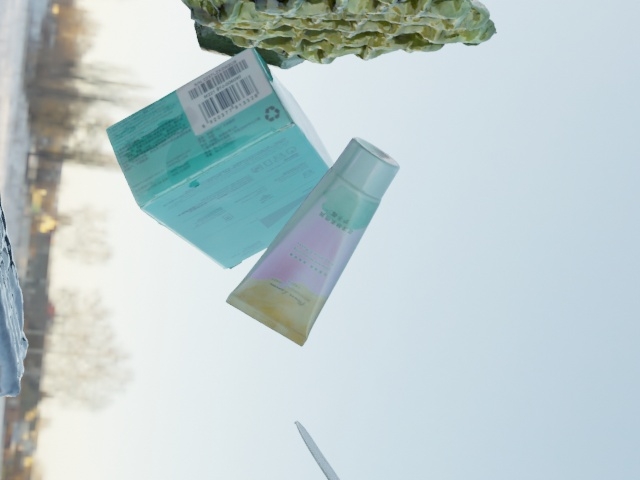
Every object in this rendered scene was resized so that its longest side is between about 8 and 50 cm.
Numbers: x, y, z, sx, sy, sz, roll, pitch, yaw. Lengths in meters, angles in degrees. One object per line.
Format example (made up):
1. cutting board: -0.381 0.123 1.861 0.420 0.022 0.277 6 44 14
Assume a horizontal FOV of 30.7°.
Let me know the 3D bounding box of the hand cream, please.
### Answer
1. hand cream: 0.000 0.000 0.950 0.174 0.076 0.047 -56 -171 14

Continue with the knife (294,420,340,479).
1. knife: 0.035 0.328 1.445 0.336 0.043 0.081 46 -3 44

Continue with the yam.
1. yam: -0.079 -0.244 1.376 0.070 0.147 0.069 -168 -90 -82

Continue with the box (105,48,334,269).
1. box: -0.100 -0.088 1.418 0.118 0.205 0.311 66 8 20

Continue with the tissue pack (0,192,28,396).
1. tissue pack: -0.391 -0.054 0.864 0.124 0.288 0.394 -117 -159 -65

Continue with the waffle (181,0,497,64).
1. waffle: 0.010 -0.185 0.918 0.223 0.204 0.054 -2 -93 33
